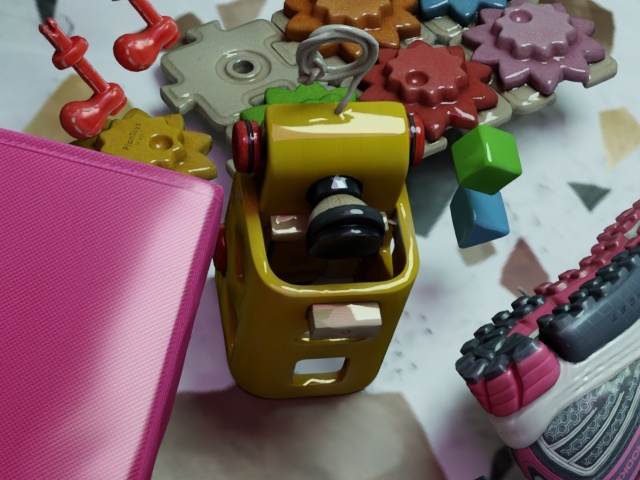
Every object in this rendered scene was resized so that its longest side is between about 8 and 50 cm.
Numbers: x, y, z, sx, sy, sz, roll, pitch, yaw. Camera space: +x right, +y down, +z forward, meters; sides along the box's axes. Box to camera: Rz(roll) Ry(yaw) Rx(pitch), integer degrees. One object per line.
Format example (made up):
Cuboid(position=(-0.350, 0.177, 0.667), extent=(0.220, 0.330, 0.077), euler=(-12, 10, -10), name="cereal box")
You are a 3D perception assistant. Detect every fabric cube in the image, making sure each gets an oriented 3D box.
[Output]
Cuboid(position=(-0.203, 0.114, 0.818), extent=(0.254, 0.259, 0.258), euler=(13, 58, -3), name="fabric cube")

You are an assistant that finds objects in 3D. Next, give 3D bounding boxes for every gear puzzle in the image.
Cuboid(position=(-0.001, -0.103, 1.094), extent=(0.339, 0.044, 0.175), euler=(-23, 49, -23), name="gear puzzle")

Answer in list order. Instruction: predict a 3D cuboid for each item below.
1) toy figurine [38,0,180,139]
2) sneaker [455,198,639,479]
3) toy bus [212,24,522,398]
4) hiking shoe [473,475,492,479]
Cuboid(position=(-0.220, -0.153, 1.069), extent=(0.362, 0.191, 0.217), euler=(-49, 32, -13), name="toy figurine")
Cuboid(position=(0.203, 0.038, 1.042), extent=(0.299, 0.121, 0.112), euler=(-35, 99, -29), name="sneaker")
Cuboid(position=(0.003, 0.006, 0.970), extent=(0.202, 0.191, 0.104), euler=(29, 42, -48), name="toy bus")
Cuboid(position=(0.090, 0.261, 0.889), extent=(0.132, 0.113, 0.304), euler=(30, 44, -28), name="hiking shoe")
